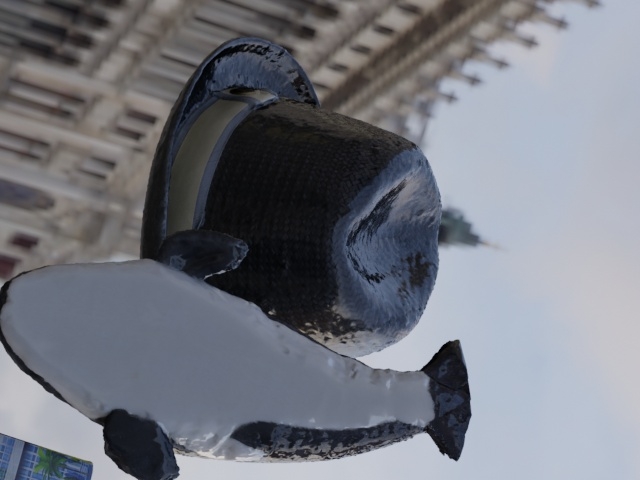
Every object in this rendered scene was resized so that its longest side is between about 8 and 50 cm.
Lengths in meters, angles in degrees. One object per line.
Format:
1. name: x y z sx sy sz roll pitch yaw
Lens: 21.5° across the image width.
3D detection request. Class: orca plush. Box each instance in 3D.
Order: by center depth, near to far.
1. orca plush: -0.055 0.074 1.038 0.102 0.287 0.151 135 -47 -75

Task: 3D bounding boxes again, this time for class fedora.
1. fedora: 0.000 0.000 1.258 0.334 0.152 0.334 4 90 -68

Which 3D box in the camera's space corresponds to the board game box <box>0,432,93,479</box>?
1. board game box: -0.240 0.128 0.822 0.194 0.194 0.060 -35 -139 52
